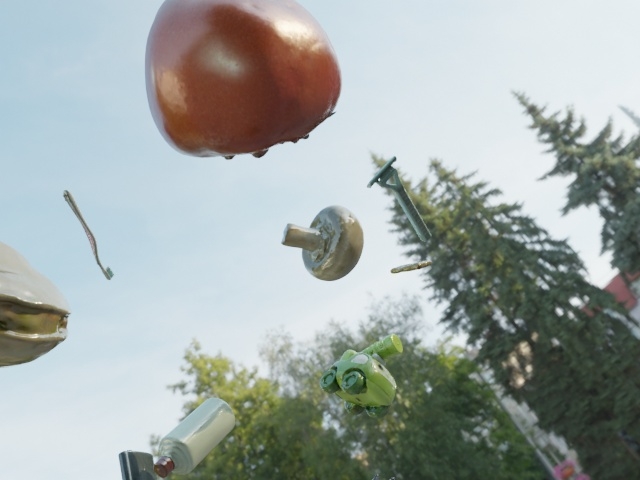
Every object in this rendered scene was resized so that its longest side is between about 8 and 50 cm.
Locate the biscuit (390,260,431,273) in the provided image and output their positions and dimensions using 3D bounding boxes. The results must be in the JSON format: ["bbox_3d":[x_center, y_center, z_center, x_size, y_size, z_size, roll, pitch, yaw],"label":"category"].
[{"bbox_3d":[0.220,0.065,1.645,0.081,0.018,0.083,-14,-2,31],"label":"biscuit"}]

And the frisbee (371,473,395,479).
[{"bbox_3d":[0.108,0.579,1.545,0.211,0.012,0.187,-25,-34,-34],"label":"frisbee"}]

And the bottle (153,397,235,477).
[{"bbox_3d":[-0.311,0.483,1.632,0.104,0.104,0.245,-54,-10,31],"label":"bottle"}]

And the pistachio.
[{"bbox_3d":[-0.759,0.140,1.516,0.365,0.445,0.281,18,-95,-47],"label":"pistachio"}]

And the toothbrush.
[{"bbox_3d":[-0.449,-0.007,1.308,0.022,0.017,0.204,-52,-47,-45],"label":"toothbrush"}]

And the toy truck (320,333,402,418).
[{"bbox_3d":[0.109,0.340,1.724,0.187,0.210,0.148,-24,-58,40],"label":"toy truck"}]

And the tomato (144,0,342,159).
[{"bbox_3d":[-0.129,-0.284,1.116,0.341,0.341,0.273,-22,-66,-24],"label":"tomato"}]

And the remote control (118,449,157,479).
[{"bbox_3d":[-0.414,0.689,1.623,0.044,0.377,0.107,-35,-37,16],"label":"remote control"}]

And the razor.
[{"bbox_3d":[0.240,-0.098,1.890,0.111,0.056,0.278,-47,-59,-14],"label":"razor"}]

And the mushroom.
[{"bbox_3d":[0.000,0.000,1.788,0.215,0.207,0.207,13,-50,-24],"label":"mushroom"}]
